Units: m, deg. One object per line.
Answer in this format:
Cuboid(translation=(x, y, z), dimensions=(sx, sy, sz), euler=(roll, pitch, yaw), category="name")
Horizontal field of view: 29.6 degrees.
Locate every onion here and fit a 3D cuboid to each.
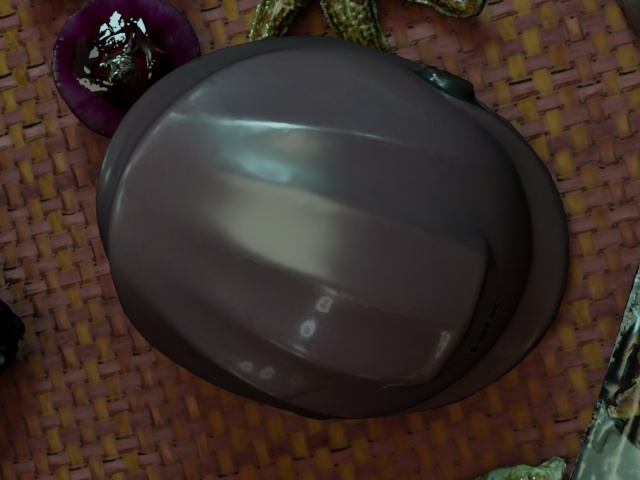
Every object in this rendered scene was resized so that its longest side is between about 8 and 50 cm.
Cuboid(translation=(-0.146, -0.133, 0.920), dimensions=(0.115, 0.104, 0.115), euler=(0, 97, -2), category="onion")

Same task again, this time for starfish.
Cuboid(translation=(0.017, -0.215, 0.903), dimensions=(0.213, 0.057, 0.238), euler=(-31, 84, 5), category="starfish")

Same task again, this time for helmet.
Cuboid(translation=(0.000, 0.000, 0.818), dimensions=(0.338, 0.197, 0.271), euler=(28, 104, 7), category="helmet")

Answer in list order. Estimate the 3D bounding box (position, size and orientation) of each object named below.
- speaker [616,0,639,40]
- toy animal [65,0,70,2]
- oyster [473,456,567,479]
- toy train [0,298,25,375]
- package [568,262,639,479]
Cuboid(translation=(0.352, -0.208, 0.762), dimensions=(0.329, 0.198, 0.259), euler=(-12, 74, 5), category="speaker")
Cuboid(translation=(-0.204, -0.235, 0.955), dimensions=(0.081, 0.060, 0.083), euler=(21, 101, -22), category="toy animal")
Cuboid(translation=(0.087, 0.225, 0.882), dimensions=(0.106, 0.061, 0.200), euler=(28, 97, 13), category="oyster")
Cuboid(translation=(-0.389, 0.026, 0.952), dimensions=(0.249, 0.178, 0.429), euler=(-43, 80, -1), category="toy train")
Cuboid(translation=(0.265, 0.143, 0.853), dimensions=(0.154, 0.030, 0.239), euler=(19, 94, 11), category="package")
